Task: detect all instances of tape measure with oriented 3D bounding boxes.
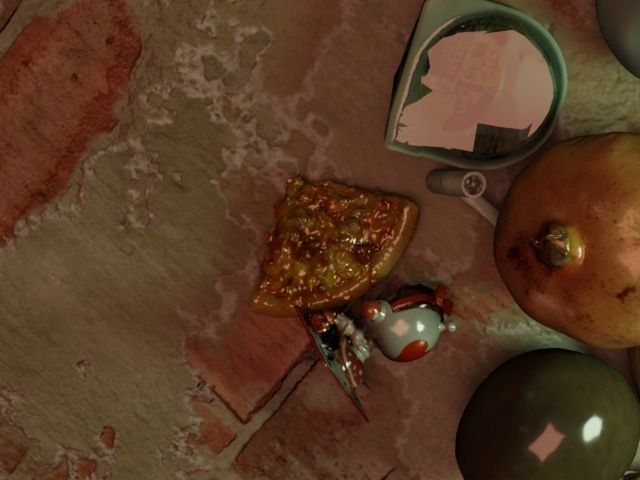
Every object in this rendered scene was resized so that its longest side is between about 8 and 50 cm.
[{"bbox_3d":[0.237,-0.234,1.701,0.262,0.138,0.259,18,106,6],"label":"tape measure"}]

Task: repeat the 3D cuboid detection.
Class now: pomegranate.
[{"bbox_3d":[0.404,0.003,1.607,0.338,0.338,0.338,2,102,10],"label":"pomegranate"}]

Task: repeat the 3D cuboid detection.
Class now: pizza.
[{"bbox_3d":[0.000,0.000,1.821,0.336,0.086,0.226,-31,96,16],"label":"pizza"}]

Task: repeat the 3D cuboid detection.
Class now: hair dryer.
[{"bbox_3d":[0.264,-0.050,1.742,0.183,0.155,0.044,35,87,-14],"label":"hair dryer"}]

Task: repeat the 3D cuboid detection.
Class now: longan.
[{"bbox_3d":[0.355,0.306,1.744,0.300,0.243,0.300,0,137,0],"label":"longan"}]

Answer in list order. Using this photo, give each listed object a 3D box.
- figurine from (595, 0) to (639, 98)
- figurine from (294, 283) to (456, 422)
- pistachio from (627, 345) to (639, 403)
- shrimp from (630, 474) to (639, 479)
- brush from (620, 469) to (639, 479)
[{"bbox_3d":[0.586,-0.368,1.579,0.382,0.205,0.224,-22,91,11],"label":"figurine"},{"bbox_3d":[0.111,0.141,1.783,0.226,0.160,0.183,-31,131,3],"label":"figurine"},{"bbox_3d":[0.549,0.202,1.738,0.130,0.131,0.206,-6,105,20],"label":"pistachio"},{"bbox_3d":[0.556,0.437,1.822,0.166,0.049,0.161,-18,116,1],"label":"shrimp"},{"bbox_3d":[0.526,0.394,1.834,0.179,0.030,0.033,-2,91,11],"label":"brush"}]
